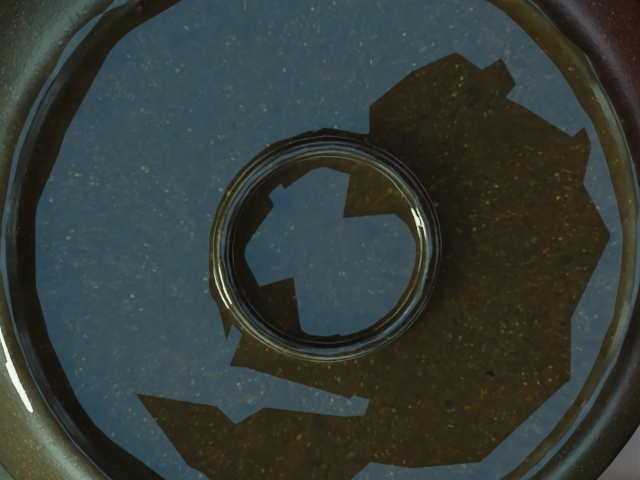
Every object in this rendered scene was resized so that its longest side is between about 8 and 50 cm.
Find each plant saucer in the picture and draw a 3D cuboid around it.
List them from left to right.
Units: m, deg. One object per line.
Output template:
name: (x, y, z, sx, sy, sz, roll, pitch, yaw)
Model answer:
plant saucer: (0.000, 0.000, 0.335, 0.168, 0.029, 0.168, -1, 101, -4)

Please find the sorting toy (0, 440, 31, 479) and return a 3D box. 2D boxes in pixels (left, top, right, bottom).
sorting toy: (-0.155, 0.125, 0.384, 0.257, 0.089, 0.256, 21, 90, -16)
